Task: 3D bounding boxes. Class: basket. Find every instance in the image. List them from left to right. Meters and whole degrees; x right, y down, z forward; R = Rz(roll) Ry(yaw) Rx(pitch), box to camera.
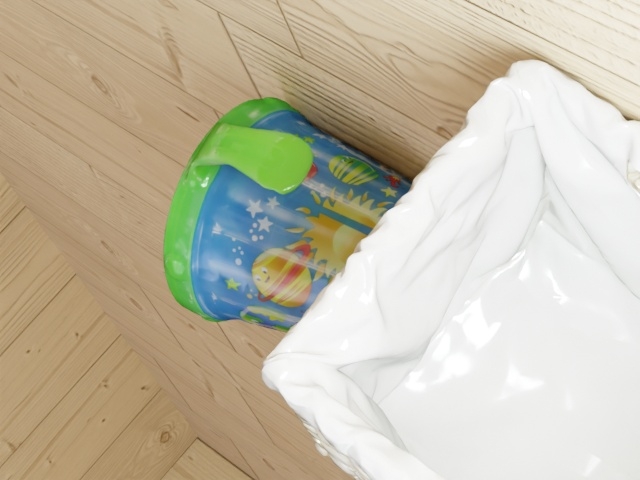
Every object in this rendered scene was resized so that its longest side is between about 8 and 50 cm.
[{"bbox_3d":[0.187,0.104,1.381,0.328,0.331,0.266,38,170,15],"label":"basket"}]

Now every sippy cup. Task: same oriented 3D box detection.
[{"bbox_3d":[0.000,0.000,1.776,0.224,0.240,0.305,21,-164,27],"label":"sippy cup"}]
